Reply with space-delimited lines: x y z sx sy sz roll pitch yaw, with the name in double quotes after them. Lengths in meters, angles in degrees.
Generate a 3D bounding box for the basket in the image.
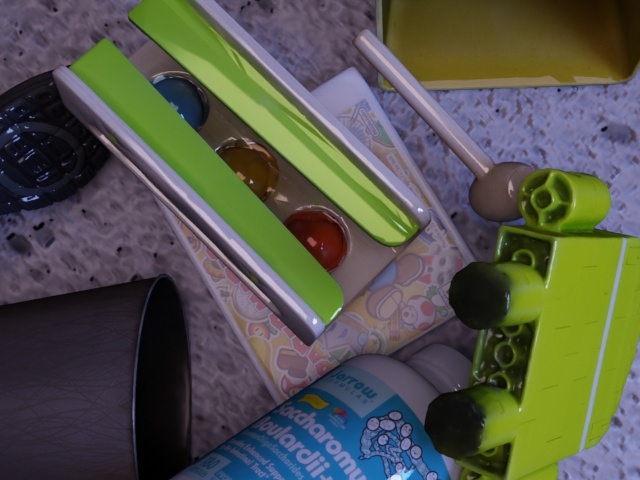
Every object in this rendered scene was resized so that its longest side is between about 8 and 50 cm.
-0.233 0.131 0.772 0.227 0.154 0.204 -2 90 8 "basket"

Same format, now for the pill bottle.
0.013 0.181 0.718 0.264 0.146 0.146 -31 86 -28 "pill bottle"

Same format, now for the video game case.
0.000 0.000 0.817 0.206 0.026 0.227 -31 86 3 "video game case"

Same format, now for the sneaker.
-0.300 -0.062 0.800 0.286 0.109 0.130 -38 48 -14 "sneaker"

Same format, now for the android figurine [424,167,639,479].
0.166 0.073 0.693 0.056 0.273 0.248 14 100 35 "android figurine"

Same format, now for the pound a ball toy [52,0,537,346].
-0.016 -0.069 0.751 0.319 0.136 0.208 44 78 3 "pound a ball toy"

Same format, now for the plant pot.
0.146 -0.244 0.735 0.212 0.212 0.187 -2 76 4 "plant pot"
